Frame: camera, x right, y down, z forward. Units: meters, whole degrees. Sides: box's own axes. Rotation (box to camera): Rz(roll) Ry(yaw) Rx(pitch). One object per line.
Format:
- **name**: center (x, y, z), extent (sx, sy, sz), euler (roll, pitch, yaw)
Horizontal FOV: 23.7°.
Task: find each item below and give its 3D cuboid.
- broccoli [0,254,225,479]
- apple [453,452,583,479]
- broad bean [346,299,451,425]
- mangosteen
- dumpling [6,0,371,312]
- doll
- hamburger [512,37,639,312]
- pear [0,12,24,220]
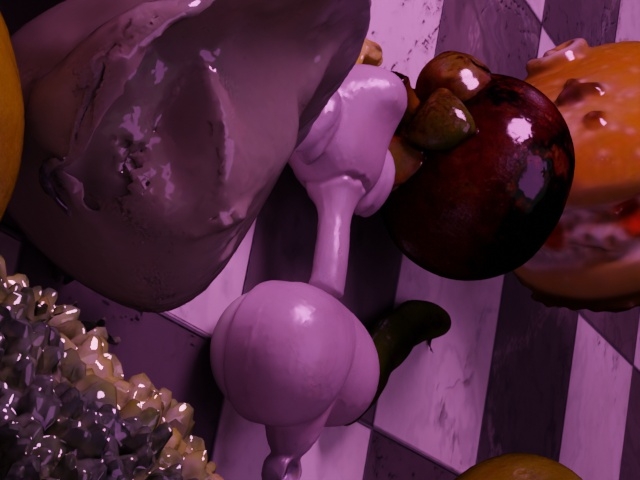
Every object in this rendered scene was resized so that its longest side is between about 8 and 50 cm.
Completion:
- **broccoli**: center (-0.136, 0.190, 0.676), extent (0.302, 0.249, 0.375), euler (-29, 129, -62)
- **apple**: center (0.179, 0.291, 1.374), extent (0.157, 0.196, 0.196), euler (-7, 100, -29)
- **broad bean**: center (0.064, 0.094, 1.292), extent (0.227, 0.039, 0.069), euler (-26, 120, -60)
- **mangosteen**: center (0.114, -0.065, 1.261), extent (0.200, 0.200, 0.199), euler (-7, 98, -62)
- **dumpling**: center (-0.087, -0.070, 0.819), extent (0.204, 0.163, 0.293), euler (-63, 169, -13)
- **doll**: center (0.001, 0.000, 1.107), extent (0.160, 0.094, 0.365), euler (43, 54, -59)
- **hamburger**: center (0.261, -0.074, 1.461), extent (0.303, 0.261, 0.186), euler (-32, 123, -9)
- **pear**: center (-0.201, -0.054, 0.661), extent (0.149, 0.149, 0.162), euler (-48, 146, -51)
